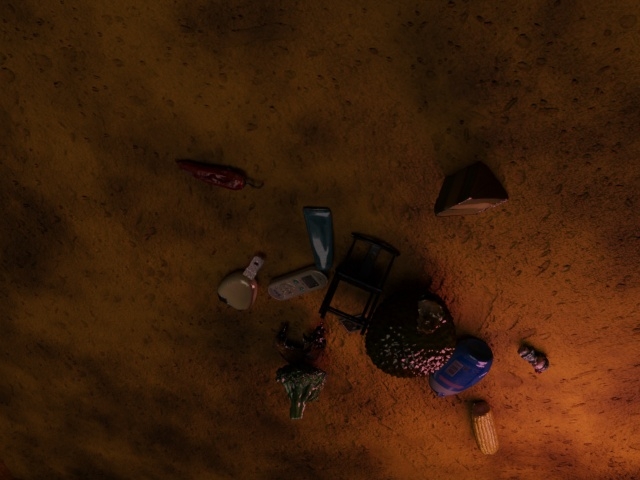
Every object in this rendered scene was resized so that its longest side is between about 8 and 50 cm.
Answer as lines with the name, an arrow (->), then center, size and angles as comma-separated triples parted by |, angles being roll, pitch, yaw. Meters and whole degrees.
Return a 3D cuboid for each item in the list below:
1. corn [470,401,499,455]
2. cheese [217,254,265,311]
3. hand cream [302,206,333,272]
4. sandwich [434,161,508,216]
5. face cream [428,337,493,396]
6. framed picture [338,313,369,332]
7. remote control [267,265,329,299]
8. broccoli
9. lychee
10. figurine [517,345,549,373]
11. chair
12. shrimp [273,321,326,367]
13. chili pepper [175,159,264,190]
corn -> 0.566, 0.653, 2.271 | 0.081, 0.081, 0.248 | -4, 129, 21
cheese -> -0.237, 0.127, 2.084 | 0.127, 0.054, 0.251 | 30, 132, -9
hand cream -> 0.000, 0.000, 1.906 | 0.083, 0.048, 0.224 | 3, 125, 15
sandwich -> 0.371, -0.084, 1.609 | 0.117, 0.187, 0.144 | -28, 112, 36
face cream -> 0.438, 0.415, 2.097 | 0.149, 0.083, 0.264 | 27, 133, -5
framed picture -> 0.112, 0.269, 2.127 | 0.089, 0.006, 0.066 | -18, 122, 31
remote control -> -0.069, 0.131, 2.040 | 0.221, 0.042, 0.078 | -22, 120, 31
broccoli -> -0.076, 0.509, 2.227 | 0.194, 0.194, 0.220 | 30, 160, -10
lychee -> 0.262, 0.267, 1.903 | 0.320, 0.270, 0.270 | -15, 126, 45
figurine -> 0.647, 0.363, 2.008 | 0.106, 0.047, 0.060 | 36, 115, -10
chair -> 0.106, 0.124, 1.920 | 0.155, 0.141, 0.260 | 23, 89, -4
shrimp -> -0.070, 0.345, 2.218 | 0.178, 0.075, 0.289 | 16, 148, 1
chili pepper -> -0.285, -0.178, 1.829 | 0.268, 0.050, 0.059 | 16, 149, 5
